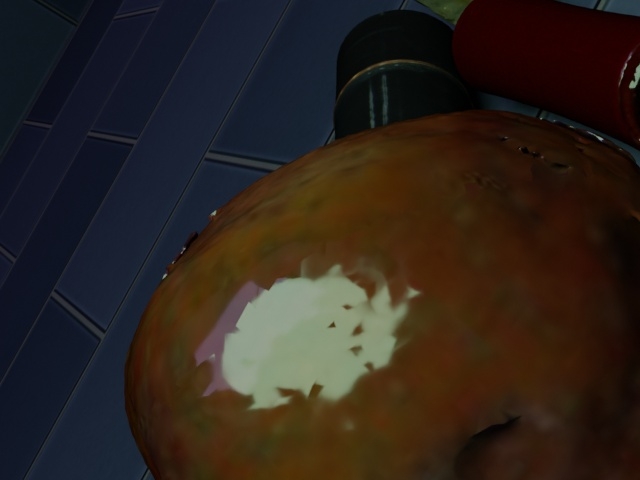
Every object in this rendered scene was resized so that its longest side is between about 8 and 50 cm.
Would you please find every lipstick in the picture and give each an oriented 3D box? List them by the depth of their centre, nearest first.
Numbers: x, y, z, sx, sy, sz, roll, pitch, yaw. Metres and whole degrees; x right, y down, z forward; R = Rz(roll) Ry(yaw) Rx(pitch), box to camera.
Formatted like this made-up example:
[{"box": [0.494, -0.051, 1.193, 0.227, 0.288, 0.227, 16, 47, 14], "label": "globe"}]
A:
[{"box": [0.164, -0.113, 0.766, 0.080, 0.080, 0.241, -57, 24, 5], "label": "lipstick"}]

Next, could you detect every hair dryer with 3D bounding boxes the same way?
[{"box": [0.000, 0.000, 0.960, 0.352, 0.107, 0.189, -53, 22, 34], "label": "hair dryer"}]

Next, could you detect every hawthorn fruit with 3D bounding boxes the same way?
[{"box": [0.082, 0.056, 0.537, 0.307, 0.276, 0.276, -37, 29, 13], "label": "hawthorn fruit"}]

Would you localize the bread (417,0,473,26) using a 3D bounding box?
[{"box": [0.106, -0.246, 0.937, 0.141, 0.148, 0.134, -104, 35, -65], "label": "bread"}]
